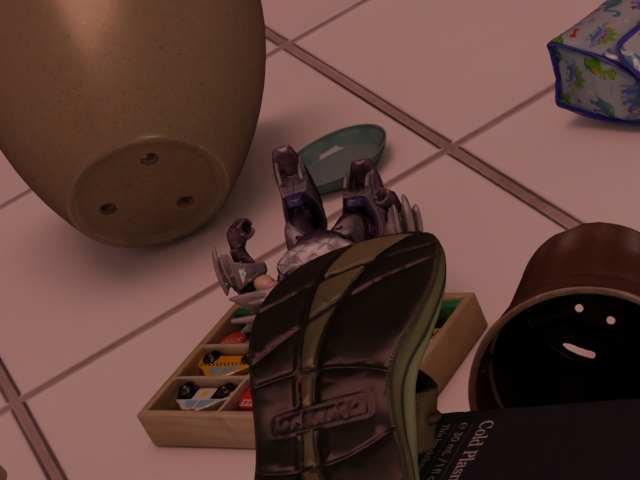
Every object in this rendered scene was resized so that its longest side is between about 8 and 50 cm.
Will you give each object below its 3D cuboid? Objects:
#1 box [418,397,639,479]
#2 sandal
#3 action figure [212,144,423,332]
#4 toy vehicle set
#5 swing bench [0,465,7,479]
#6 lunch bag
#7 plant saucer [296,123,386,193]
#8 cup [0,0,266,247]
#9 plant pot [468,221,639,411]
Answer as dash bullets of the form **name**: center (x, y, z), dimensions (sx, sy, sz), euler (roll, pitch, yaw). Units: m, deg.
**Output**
- **box**: center (0.094, 0.262, 1.056), dimensions (0.312, 0.179, 0.343), euler (-9, 30, 35)
- **sandal**: center (0.018, 0.111, 1.124), dimensions (0.120, 0.086, 0.303), euler (-10, 43, 19)
- **action figure**: center (0.000, 0.000, 1.666), dimensions (0.185, 0.099, 0.285), euler (-5, 20, 4)
- **toy vehicle set**: center (-0.008, 0.111, 1.603), dimensions (0.267, 0.035, 0.166), euler (-4, 33, 38)
- **swing bench**: center (-0.353, 0.255, 1.501), dimensions (0.254, 0.165, 0.253), euler (-32, 26, -14)
- **lunch bag**: center (0.312, -0.172, 1.787), dimensions (0.129, 0.096, 0.151), euler (-38, 42, -28)
- **plant saucer**: center (0.017, -0.080, 1.957), dimensions (0.119, 0.021, 0.119), euler (-22, 26, 11)
- **cup**: center (-0.199, -0.132, 1.980), dimensions (0.331, 0.331, 0.237), euler (-22, 52, 8)
- **plant pot**: center (0.198, 0.073, 1.354), dimensions (0.167, 0.167, 0.165), euler (-17, 20, 19)
